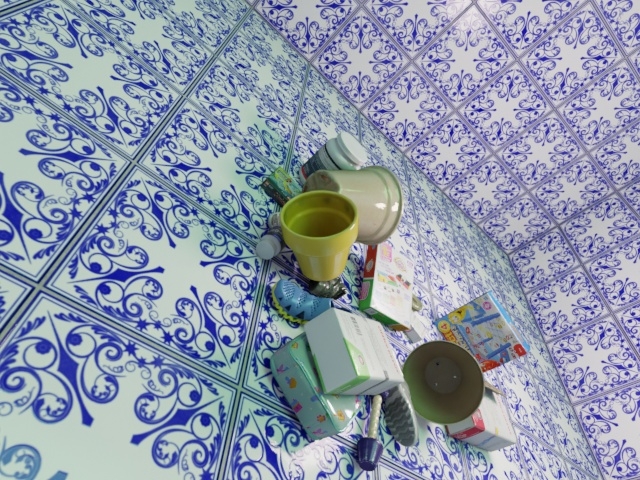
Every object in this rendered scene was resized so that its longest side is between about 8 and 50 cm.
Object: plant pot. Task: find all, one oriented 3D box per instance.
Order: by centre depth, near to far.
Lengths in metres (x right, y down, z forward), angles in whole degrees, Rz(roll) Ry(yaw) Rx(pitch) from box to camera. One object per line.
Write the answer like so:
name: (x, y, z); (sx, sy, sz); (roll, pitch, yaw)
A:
plant pot: (0.000, 0.000, 1.438); (0.254, 0.253, 0.239); (-90, 178, -49)
plant pot: (0.448, 0.508, 1.578); (0.284, 0.284, 0.191); (62, 10, 18)
plant pot: (0.102, -0.150, 1.687); (0.305, 0.334, 0.334); (2, 55, -42)

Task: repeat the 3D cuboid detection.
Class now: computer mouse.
computer mouse: (-0.137, -0.074, 1.581); (0.193, 0.042, 0.106); (-9, 95, -55)

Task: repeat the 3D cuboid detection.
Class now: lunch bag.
lunch bag: (-0.003, 0.395, 1.200); (0.279, 0.107, 0.224); (58, 24, 6)

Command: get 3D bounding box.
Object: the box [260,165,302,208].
box: (-0.121, -0.179, 1.728); (0.233, 0.044, 0.159); (46, 31, -11)

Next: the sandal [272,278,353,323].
sandal: (-0.011, 0.217, 1.359); (0.317, 0.138, 0.126); (37, 34, -20)

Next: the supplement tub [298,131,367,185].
supplement tub: (0.054, -0.330, 1.905); (0.191, 0.272, 0.191); (35, 33, -27)

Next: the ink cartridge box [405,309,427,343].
ink cartridge box: (0.393, 0.366, 1.837); (0.122, 0.052, 0.088); (52, 30, 4)

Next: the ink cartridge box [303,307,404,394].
ink cartridge box: (0.098, 0.320, 1.208); (0.272, 0.114, 0.198); (28, 34, -50)

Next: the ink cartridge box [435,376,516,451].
ink cartridge box: (0.620, 0.689, 1.720); (0.306, 0.131, 0.226); (34, 33, -31)

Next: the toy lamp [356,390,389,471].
toy lamp: (0.158, 0.551, 1.286); (0.080, 0.080, 0.275); (44, 30, -13)

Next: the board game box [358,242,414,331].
board game box: (0.282, 0.183, 1.775); (0.242, 0.064, 0.317); (33, 52, -28)

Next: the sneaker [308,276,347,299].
sneaker: (0.034, 0.132, 1.568); (0.130, 0.087, 0.228); (40, 35, -23)

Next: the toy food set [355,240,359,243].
toy food set: (0.206, -0.073, 2.004); (0.111, 0.104, 0.232); (49, 30, -4)

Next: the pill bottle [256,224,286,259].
pill bottle: (-0.158, 0.007, 1.442); (0.078, 0.078, 0.137); (49, 30, -6)

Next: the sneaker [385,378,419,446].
sneaker: (0.275, 0.537, 1.433); (0.115, 0.105, 0.281); (25, 39, -38)

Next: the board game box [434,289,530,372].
board game box: (0.740, 0.438, 1.988); (0.086, 0.302, 0.308); (-6, 62, -56)

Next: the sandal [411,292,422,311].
sandal: (0.375, 0.203, 1.955); (0.302, 0.086, 0.120); (40, 31, -20)

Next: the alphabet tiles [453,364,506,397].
alphabet tiles: (0.614, 0.549, 1.816); (0.342, 0.011, 0.285); (33, -2, -29)
